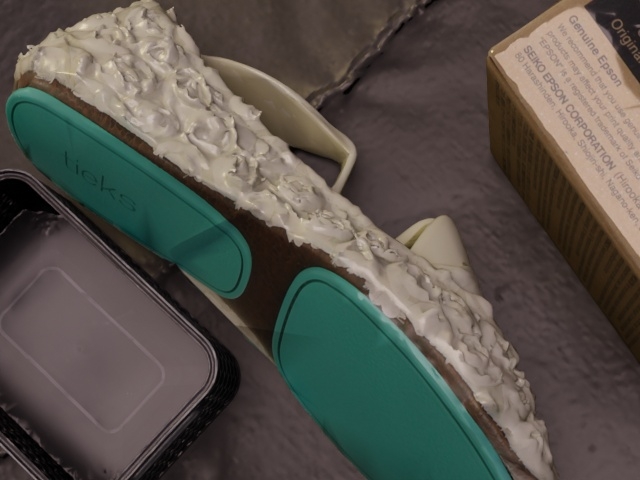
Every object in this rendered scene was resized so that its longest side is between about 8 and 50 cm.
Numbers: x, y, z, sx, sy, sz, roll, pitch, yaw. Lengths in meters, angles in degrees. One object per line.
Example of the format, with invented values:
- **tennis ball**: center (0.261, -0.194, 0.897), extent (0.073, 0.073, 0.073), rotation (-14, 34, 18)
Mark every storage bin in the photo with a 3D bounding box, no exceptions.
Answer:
- **storage bin**: center (-0.149, 0.060, 0.900), extent (0.180, 0.084, 0.122), rotation (42, 88, 11)

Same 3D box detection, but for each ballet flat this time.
- **ballet flat**: center (0.000, 0.000, 0.877), extent (0.409, 0.147, 0.147), rotation (42, 87, 10)

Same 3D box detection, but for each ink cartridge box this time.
- **ink cartridge box**: center (0.173, -0.016, 0.801), extent (0.088, 0.235, 0.193), rotation (-35, 80, 0)
